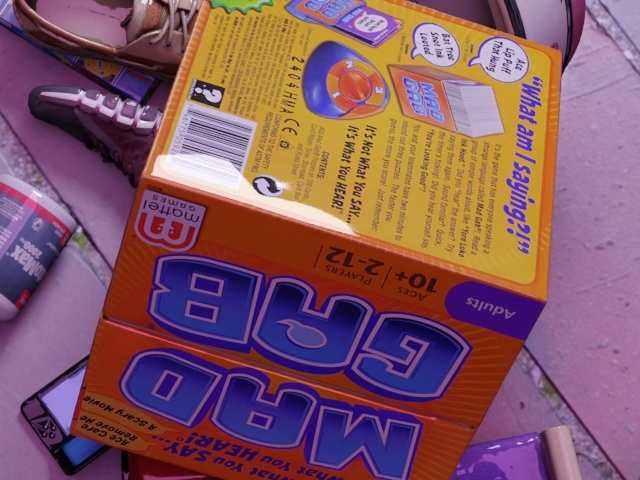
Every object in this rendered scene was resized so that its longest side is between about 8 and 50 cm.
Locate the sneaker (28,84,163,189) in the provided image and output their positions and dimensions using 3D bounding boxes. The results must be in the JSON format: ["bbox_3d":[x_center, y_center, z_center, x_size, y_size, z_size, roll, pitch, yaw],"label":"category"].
[{"bbox_3d":[-0.211,-0.072,1.890,0.281,0.106,0.162,15,88,7],"label":"sneaker"}]

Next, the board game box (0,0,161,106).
[{"bbox_3d":[-0.258,-0.261,1.962,0.201,0.035,0.136,32,77,3],"label":"board game box"}]

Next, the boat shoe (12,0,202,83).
[{"bbox_3d":[-0.188,-0.239,1.872,0.324,0.120,0.122,7,91,0],"label":"boat shoe"}]

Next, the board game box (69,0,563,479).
[{"bbox_3d":[0.000,0.000,1.617,0.356,0.356,0.356,17,43,-4],"label":"board game box"}]

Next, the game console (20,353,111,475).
[{"bbox_3d":[-0.254,0.184,1.838,0.122,0.071,0.107,-36,82,-12],"label":"game console"}]

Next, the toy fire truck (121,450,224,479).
[{"bbox_3d":[-0.165,0.293,1.724,0.158,0.246,0.217,-3,73,-6],"label":"toy fire truck"}]

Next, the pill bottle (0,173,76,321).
[{"bbox_3d":[-0.360,0.027,1.849,0.108,0.108,0.180,32,77,4],"label":"pill bottle"}]

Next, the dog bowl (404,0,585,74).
[{"bbox_3d":[0.112,-0.280,1.826,0.150,0.408,0.408,-38,82,-28],"label":"dog bowl"}]

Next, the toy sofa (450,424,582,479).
[{"bbox_3d":[0.104,0.305,1.783,0.362,0.177,0.150,-12,78,-6],"label":"toy sofa"}]

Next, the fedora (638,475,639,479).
[{"bbox_3d":[0.447,0.321,1.831,0.244,0.124,0.275,-27,89,-8],"label":"fedora"}]
